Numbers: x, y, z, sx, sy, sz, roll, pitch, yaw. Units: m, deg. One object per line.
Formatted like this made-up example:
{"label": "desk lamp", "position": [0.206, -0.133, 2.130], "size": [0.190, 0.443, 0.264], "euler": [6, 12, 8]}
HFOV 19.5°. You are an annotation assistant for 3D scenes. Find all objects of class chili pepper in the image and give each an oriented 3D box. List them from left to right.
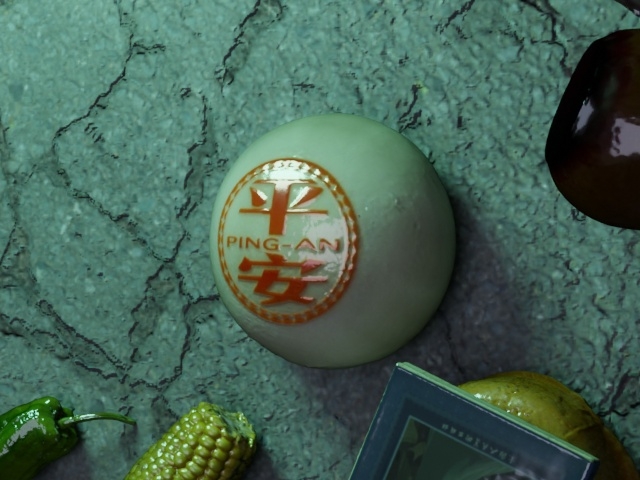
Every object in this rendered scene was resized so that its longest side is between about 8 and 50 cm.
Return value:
{"label": "chili pepper", "position": [-0.288, 0.196, 1.820], "size": [0.204, 0.073, 0.072], "euler": [-35, 61, 18]}

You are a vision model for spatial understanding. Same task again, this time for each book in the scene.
{"label": "book", "position": [0.096, 0.261, 1.544], "size": [0.191, 0.025, 0.269], "euler": [26, 99, 25]}

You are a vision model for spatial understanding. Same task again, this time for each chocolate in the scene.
{"label": "chocolate", "position": [0.276, -0.084, 1.536], "size": [0.176, 0.176, 0.177], "euler": [-1, 88, 24]}

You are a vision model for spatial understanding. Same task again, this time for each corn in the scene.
{"label": "corn", "position": [-0.173, 0.284, 1.746], "size": [0.101, 0.101, 0.310], "euler": [45, 106, 19]}

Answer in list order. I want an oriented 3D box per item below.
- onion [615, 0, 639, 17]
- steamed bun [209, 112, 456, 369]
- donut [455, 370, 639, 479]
{"label": "onion", "position": [0.326, -0.305, 1.542], "size": [0.250, 0.111, 0.247], "euler": [-25, 101, 11]}
{"label": "steamed bun", "position": [0.000, 0.000, 1.651], "size": [0.231, 0.145, 0.232], "euler": [-1, 88, 24]}
{"label": "donut", "position": [0.156, 0.224, 1.594], "size": [0.226, 0.114, 0.227], "euler": [-1, 88, 26]}
